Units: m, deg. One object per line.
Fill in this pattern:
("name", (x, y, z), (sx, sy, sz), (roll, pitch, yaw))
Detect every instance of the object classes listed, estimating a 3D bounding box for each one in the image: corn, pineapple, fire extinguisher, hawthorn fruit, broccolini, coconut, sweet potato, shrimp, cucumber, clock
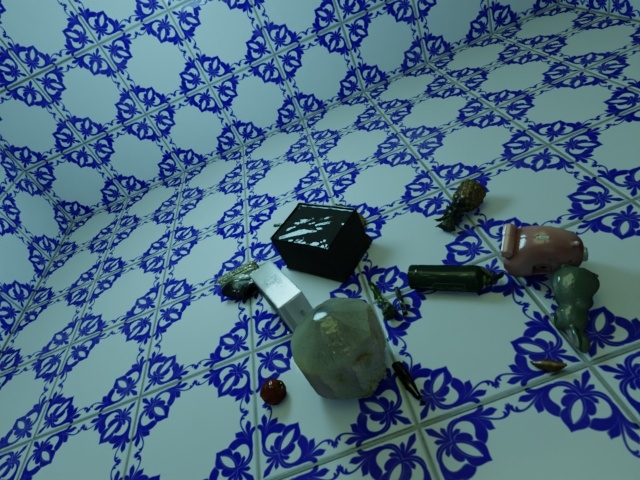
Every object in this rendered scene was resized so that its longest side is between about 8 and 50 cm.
("corn", (-0.377, 0.167, 1.982), (0.211, 0.087, 0.087), (-25, 36, 13))
("pineapple", (0.573, -0.136, 1.744), (0.248, 0.128, 0.128), (-47, 41, -17))
("fire extinguisher", (0.473, 0.130, 1.498), (0.311, 0.095, 0.114), (-1, 14, 32))
("hawthorn fruit", (-0.161, 0.514, 1.435), (0.093, 0.093, 0.093), (-17, 38, 13))
("broccolini", (0.232, 0.215, 1.582), (0.058, 0.067, 0.216), (-22, 28, 1))
("coconut", (0.061, 0.328, 1.324), (0.298, 0.309, 0.297), (-16, 38, 13))
("sweet potato", (0.637, 0.349, 1.186), (0.095, 0.034, 0.034), (-6, 40, 42))
("shrimp", (0.117, -0.104, 2.029), (0.144, 0.052, 0.251), (-34, 38, -5))
("cucumber", (0.269, 0.437, 1.300), (0.039, 0.043, 0.163), (-60, 30, 19))
("clock", (0.714, 0.047, 1.355), (0.241, 0.227, 0.142), (3, 71, 29))

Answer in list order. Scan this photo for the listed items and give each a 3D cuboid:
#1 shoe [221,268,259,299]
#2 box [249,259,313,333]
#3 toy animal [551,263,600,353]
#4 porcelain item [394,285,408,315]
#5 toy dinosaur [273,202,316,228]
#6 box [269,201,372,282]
("shoe", (-0.335, 0.212, 1.889), (0.228, 0.099, 0.112), (-23, 44, 3))
("box", (-0.139, 0.228, 1.654), (0.116, 0.203, 0.274), (-37, 37, -13))
("toy animal", (0.734, 0.202, 1.242), (0.127, 0.125, 0.251), (16, 66, 9))
("porcelain item", (0.284, 0.201, 1.538), (0.021, 0.075, 0.136), (-21, 38, 9))
("toy dinosaur", (-0.139, -0.088, 2.146), (0.120, 0.079, 0.292), (20, 59, 38))
("box", (0.000, 0.001, 1.843), (0.345, 0.204, 0.251), (9, 49, 38))
